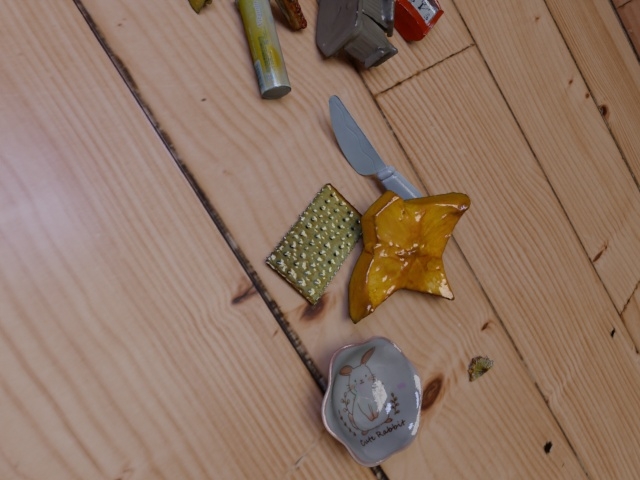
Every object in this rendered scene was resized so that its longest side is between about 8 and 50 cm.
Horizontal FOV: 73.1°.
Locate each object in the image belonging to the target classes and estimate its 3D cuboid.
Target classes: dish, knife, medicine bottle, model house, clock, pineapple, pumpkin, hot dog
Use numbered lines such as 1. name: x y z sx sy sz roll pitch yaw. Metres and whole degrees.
1. dish: 0.086 0.298 0.820 0.229 0.081 0.230 8 72 -26
2. knife: 0.112 -0.166 0.939 0.331 0.080 0.044 46 39 -16
3. medicine bottle: -0.115 -0.398 0.864 0.073 0.074 0.218 -13 88 -32
4. model house: 0.098 -0.505 0.983 0.188 0.122 0.230 9 79 -33
5. clock: 0.249 -0.596 1.125 0.113 0.061 0.155 45 58 -14
6. pineapple: 0.378 0.297 1.023 0.083 0.019 0.045 -18 92 -29
7. pumpkin: 0.181 0.025 0.906 0.290 0.095 0.259 -3 99 -30
8. hot dog: -0.068 -0.496 0.892 0.144 0.038 0.062 41 39 -57

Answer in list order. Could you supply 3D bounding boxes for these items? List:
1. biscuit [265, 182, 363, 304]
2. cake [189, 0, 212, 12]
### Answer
1. biscuit: 0.000 0.000 0.871 0.139 0.016 0.231 44 61 -15
2. cake: -0.254 -0.532 0.832 0.184 0.116 0.079 37 53 18
